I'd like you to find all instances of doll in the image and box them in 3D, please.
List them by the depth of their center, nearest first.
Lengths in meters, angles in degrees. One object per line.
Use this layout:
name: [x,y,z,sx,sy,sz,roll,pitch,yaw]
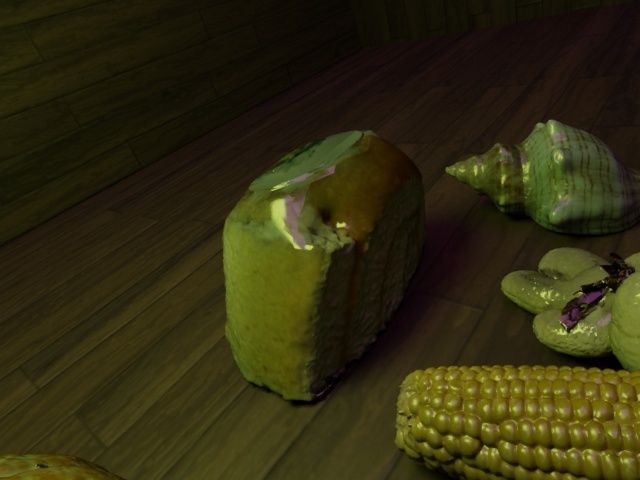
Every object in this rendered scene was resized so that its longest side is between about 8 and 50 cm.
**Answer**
doll: [0.335,0.065,0.482,0.175,0.149,0.278,-58,23,-1]

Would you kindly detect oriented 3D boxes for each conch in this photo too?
conch: [0.401,-0.103,0.683,0.386,0.169,0.203,4,63,36]

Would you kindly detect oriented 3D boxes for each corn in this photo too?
corn: [0.234,0.171,0.364,0.346,0.130,0.130,-3,34,30]

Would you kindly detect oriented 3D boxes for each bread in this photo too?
bread: [-0.005,0.001,0.641,0.239,0.264,0.395,9,39,31]

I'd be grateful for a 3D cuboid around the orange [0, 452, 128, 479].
orange: [-0.256,0.314,0.284,0.329,0.249,0.329,-17,36,13]
